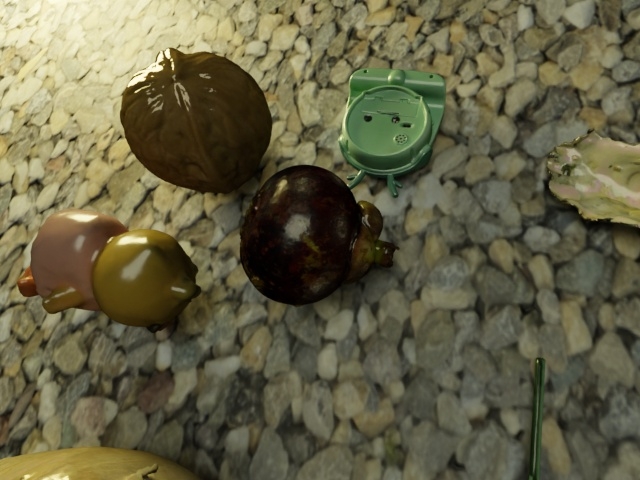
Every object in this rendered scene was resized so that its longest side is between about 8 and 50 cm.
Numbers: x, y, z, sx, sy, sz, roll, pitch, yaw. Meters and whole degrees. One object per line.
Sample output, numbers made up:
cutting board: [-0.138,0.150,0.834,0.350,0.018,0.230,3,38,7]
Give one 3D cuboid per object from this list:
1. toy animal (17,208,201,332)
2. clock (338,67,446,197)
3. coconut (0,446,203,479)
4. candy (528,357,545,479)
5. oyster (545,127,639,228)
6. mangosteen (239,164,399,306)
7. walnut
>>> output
toy animal: [-0.300,0.044,0.614,0.282,0.168,0.195,19,41,15]
clock: [0.106,-0.170,0.649,0.160,0.066,0.210,10,74,16]
coconut: [-0.283,0.396,0.375,0.405,0.404,0.403,-4,70,11]
candy: [0.248,0.283,0.457,0.091,0.083,0.305,-11,54,48]
oyster: [0.413,-0.072,0.550,0.209,0.072,0.132,20,82,38]
mangosteen: [0.000,0.000,0.566,0.217,0.192,0.192,17,73,-15]
walnut: [-0.188,-0.182,0.634,0.228,0.228,0.227,-4,70,11]
